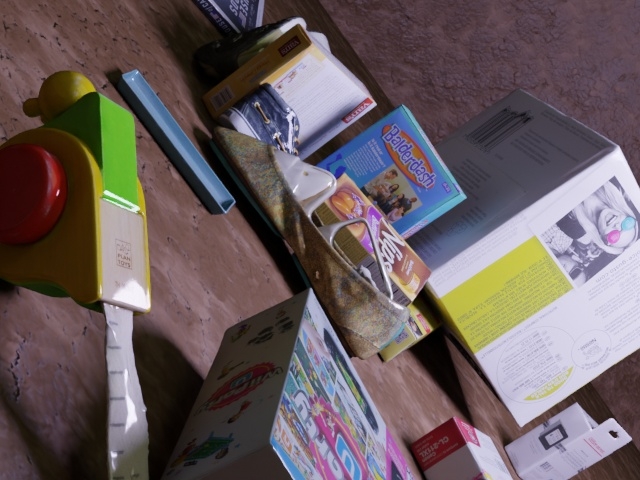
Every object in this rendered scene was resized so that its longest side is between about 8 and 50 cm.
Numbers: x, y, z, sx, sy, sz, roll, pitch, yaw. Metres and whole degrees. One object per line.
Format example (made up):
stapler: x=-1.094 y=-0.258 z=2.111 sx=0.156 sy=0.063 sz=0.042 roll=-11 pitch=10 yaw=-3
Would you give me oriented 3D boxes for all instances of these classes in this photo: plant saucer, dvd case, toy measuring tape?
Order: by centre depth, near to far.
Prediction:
toy measuring tape: x=-0.178 y=0.040 z=0.795 sx=0.121 sy=0.121 sz=0.330 roll=31 pitch=50 yaw=-62
plant saucer: x=-0.165 y=-0.110 z=1.337 sx=0.192 sy=0.018 sz=0.067 roll=54 pitch=12 yaw=-8
dvd case: x=-0.180 y=-0.441 z=2.007 sx=0.239 sy=0.029 sz=0.179 roll=46 pitch=31 yaw=-34

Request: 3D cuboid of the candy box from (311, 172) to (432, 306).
candy box: x=0.061 y=0.006 z=1.572 sx=0.187 sy=0.053 sz=0.109 roll=50 pitch=28 yaw=-3

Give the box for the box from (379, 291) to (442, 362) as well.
box: x=0.115 y=0.114 z=1.697 sx=0.087 sy=0.058 sz=0.232 roll=55 pitch=12 yaw=8

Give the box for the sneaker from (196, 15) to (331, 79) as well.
sneaker: x=-0.056 y=-0.234 z=1.820 sx=0.410 sy=0.158 sz=0.182 roll=-14 pitch=87 yaw=-71

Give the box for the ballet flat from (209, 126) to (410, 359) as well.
ballet flat: x=-0.005 y=-0.018 z=1.465 sx=0.348 sy=0.123 sz=0.123 roll=57 pitch=13 yaw=10

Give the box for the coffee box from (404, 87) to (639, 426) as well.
coffee box: x=0.317 y=0.019 z=1.866 sx=0.334 sy=0.338 sz=0.337 roll=56 pitch=-1 yaw=-28

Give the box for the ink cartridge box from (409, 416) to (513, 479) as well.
ink cartridge box: x=0.197 y=0.319 z=1.444 sx=0.127 sy=0.072 sz=0.175 roll=38 pitch=21 yaw=-54

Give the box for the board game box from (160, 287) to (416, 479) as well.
board game box: x=-0.007 y=0.195 z=0.894 sx=0.224 sy=0.097 sz=0.303 roll=61 pitch=12 yaw=-13

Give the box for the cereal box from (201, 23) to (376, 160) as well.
cereal box: x=-0.039 y=-0.198 z=1.672 sx=0.047 sy=0.173 sz=0.240 roll=60 pitch=12 yaw=24

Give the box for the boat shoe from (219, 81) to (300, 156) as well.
boat shoe: x=-0.051 y=-0.119 z=1.568 sx=0.183 sy=0.083 sz=0.065 roll=56 pitch=-17 yaw=-24

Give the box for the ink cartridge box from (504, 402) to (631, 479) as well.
ink cartridge box: x=0.408 y=0.335 z=1.936 sx=0.104 sy=0.180 sz=0.060 roll=43 pitch=18 yaw=-45

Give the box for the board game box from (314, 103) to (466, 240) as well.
board game box: x=0.078 y=-0.069 z=1.688 sx=0.160 sy=0.210 sz=0.047 roll=59 pitch=13 yaw=14
